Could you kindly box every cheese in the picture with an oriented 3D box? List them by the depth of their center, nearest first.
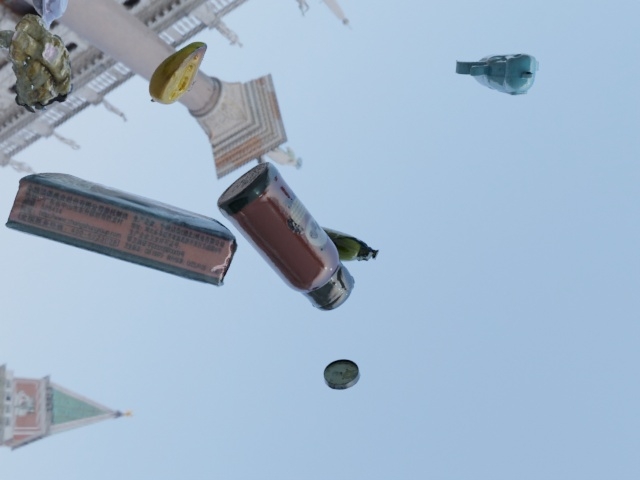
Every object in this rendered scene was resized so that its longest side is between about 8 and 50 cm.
[{"bbox_3d":[-0.491,-0.508,1.022,0.135,0.052,0.244,-174,-87,-71],"label":"cheese"}]

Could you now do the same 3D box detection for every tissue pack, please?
[{"bbox_3d":[-0.307,-0.024,0.899,0.228,0.316,0.103,-153,-98,-72],"label":"tissue pack"}]

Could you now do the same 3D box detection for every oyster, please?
[{"bbox_3d":[-0.522,-0.316,0.978,0.191,0.081,0.163,24,-80,28],"label":"oyster"}]

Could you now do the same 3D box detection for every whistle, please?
[{"bbox_3d":[0.427,-0.397,1.308,0.186,0.093,0.274,-7,-159,-8],"label":"whistle"}]

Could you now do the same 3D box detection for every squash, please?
[{"bbox_3d":[0.000,0.001,1.442,0.331,0.087,0.087,17,-97,25],"label":"squash"}]

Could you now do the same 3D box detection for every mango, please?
[{"bbox_3d":[-0.316,-0.369,1.218,0.187,0.101,0.066,-40,-96,29],"label":"mango"}]

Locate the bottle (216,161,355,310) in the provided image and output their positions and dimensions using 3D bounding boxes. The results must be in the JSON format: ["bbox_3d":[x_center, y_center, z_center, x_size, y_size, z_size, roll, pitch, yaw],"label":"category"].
[{"bbox_3d":[-0.058,0.006,1.151,0.144,0.336,0.144,-32,-157,16],"label":"bottle"}]

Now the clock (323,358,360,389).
[{"bbox_3d":[0.047,0.299,1.242,0.085,0.017,0.085,-8,-151,5],"label":"clock"}]
